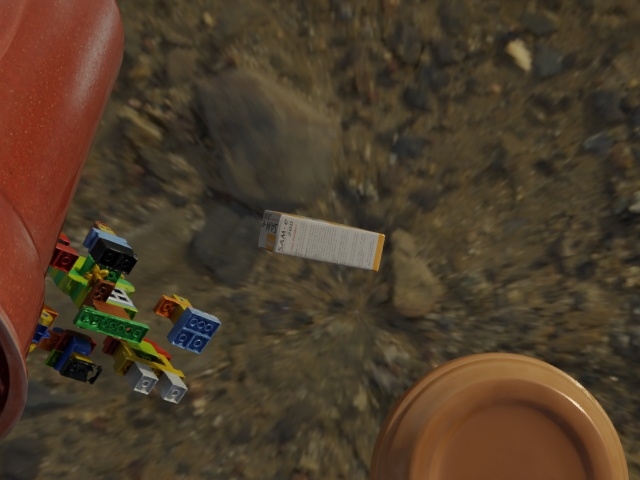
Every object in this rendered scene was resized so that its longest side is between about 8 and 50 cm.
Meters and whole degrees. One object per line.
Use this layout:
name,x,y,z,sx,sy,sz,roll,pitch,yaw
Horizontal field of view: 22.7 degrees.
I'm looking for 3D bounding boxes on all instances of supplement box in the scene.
supplement box,0.000,0.000,1.420,0.098,0.062,0.036,11,92,-17

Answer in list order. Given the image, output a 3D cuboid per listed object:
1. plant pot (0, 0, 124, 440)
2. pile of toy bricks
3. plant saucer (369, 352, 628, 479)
plant pot,-0.251,-0.056,0.933,0.272,0.272,0.265,18,51,2
pile of toy bricks,-0.180,0.037,1.226,0.118,0.212,0.105,-55,43,12
plant saucer,0.136,0.180,1.168,0.199,0.037,0.200,2,78,-12
